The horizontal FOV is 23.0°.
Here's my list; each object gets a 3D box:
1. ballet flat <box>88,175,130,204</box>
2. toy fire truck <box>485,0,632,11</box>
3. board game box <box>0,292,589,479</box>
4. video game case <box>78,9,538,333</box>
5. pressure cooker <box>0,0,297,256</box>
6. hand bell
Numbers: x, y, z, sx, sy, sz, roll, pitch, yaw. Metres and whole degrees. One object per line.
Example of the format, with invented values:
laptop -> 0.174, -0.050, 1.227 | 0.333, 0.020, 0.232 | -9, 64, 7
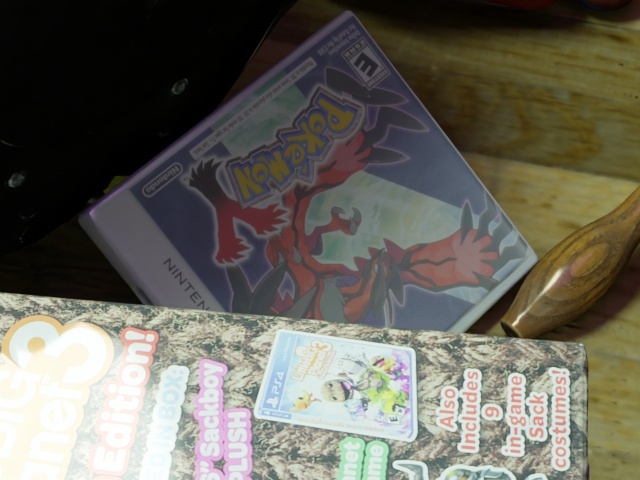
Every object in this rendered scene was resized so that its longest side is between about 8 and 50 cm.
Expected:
ballet flat -> -0.179, -0.078, 0.938 | 0.231, 0.077, 0.077 | 31, 89, 18
toy fire truck -> 0.130, -0.277, 1.038 | 0.254, 0.169, 0.302 | 33, 60, -2
board game box -> -0.045, 0.150, 0.680 | 0.291, 0.232, 0.141 | 5, 54, 2
video game case -> 0.000, 0.000, 0.858 | 0.201, 0.023, 0.183 | -41, 97, -26
pressure cooker -> -0.234, -0.239, 0.765 | 0.420, 0.370, 0.375 | 41, 65, 19
hand bell -> 0.196, -0.025, 0.905 | 0.242, 0.126, 0.126 | -42, 65, -11
